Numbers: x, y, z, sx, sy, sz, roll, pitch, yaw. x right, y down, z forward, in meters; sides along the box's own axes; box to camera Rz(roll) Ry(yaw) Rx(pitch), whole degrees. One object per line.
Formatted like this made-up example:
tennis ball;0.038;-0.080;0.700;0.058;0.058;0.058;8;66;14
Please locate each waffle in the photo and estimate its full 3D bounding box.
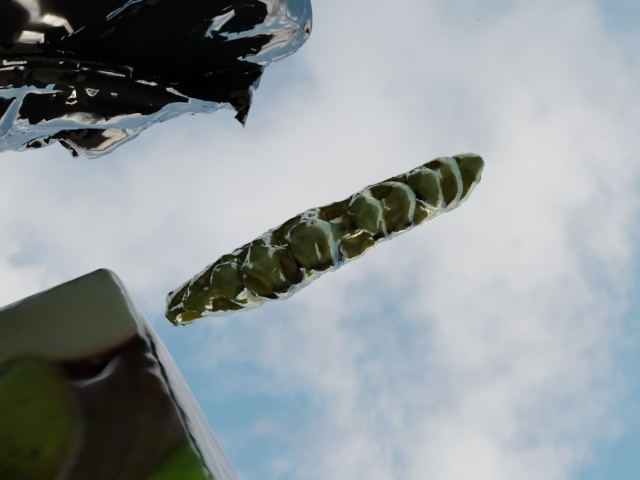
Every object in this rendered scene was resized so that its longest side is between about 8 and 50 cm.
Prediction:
waffle;0.000;0.000;0.627;0.169;0.183;0.036;-26;-89;-33

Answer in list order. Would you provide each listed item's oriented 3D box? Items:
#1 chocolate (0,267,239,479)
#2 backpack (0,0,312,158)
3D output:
chocolate;-0.170;0.155;0.505;0.288;0.301;0.137;-21;-64;-13
backpack;-0.221;-0.148;0.587;0.445;0.363;0.255;-27;-121;-1
